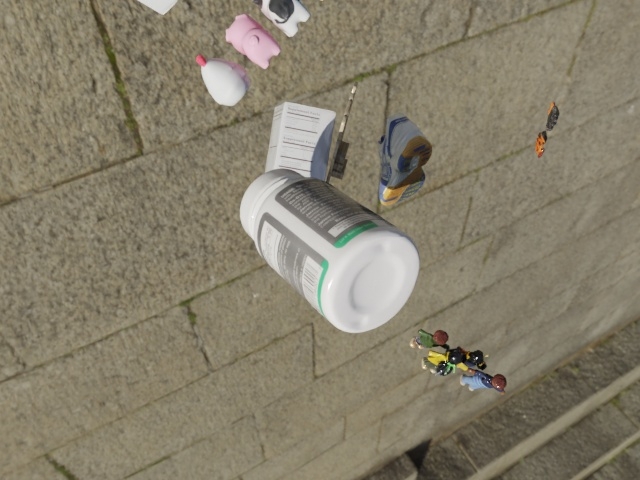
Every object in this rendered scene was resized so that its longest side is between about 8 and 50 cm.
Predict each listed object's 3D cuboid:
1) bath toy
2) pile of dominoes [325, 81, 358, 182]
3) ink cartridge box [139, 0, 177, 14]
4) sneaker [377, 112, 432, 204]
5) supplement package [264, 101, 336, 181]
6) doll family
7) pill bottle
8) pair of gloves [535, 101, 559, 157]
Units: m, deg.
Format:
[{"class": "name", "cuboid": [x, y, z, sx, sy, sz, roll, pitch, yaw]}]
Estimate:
[{"class": "bath toy", "cuboid": [-0.143, -0.461, 1.277, 0.129, 0.151, 0.348, 38, 97, -22]}, {"class": "pile of dominoes", "cuboid": [0.068, -0.264, 1.457, 0.040, 0.196, 0.251, 17, 144, 0]}, {"class": "ink cartridge box", "cuboid": [-0.394, -0.672, 1.343, 0.160, 0.219, 0.092, 21, 160, -36]}, {"class": "sneaker", "cuboid": [0.198, -0.204, 1.462, 0.112, 0.131, 0.296, -20, 157, -17]}, {"class": "supplement package", "cuboid": [-0.059, -0.213, 1.466, 0.134, 0.139, 0.244, 8, 95, -16]}, {"class": "doll family", "cuboid": [0.253, 0.221, 1.043, 0.193, 0.076, 0.111, 22, 156, -13]}, {"class": "pill bottle", "cuboid": [0.000, 0.000, 1.102, 0.204, 0.361, 0.204, -18, 125, -27]}, {"class": "pair of gloves", "cuboid": [0.382, -0.185, 0.973, 0.074, 0.010, 0.083, -67, 172, -53]}]
